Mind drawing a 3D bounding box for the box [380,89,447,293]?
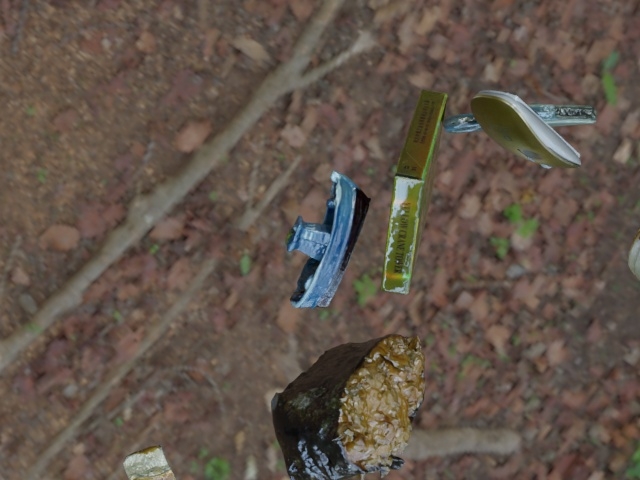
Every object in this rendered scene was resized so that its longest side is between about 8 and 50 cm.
[{"bbox_3d":[0.090,-0.050,1.199,0.193,0.030,0.121,-68,165,-58],"label":"box"}]

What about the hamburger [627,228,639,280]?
[{"bbox_3d":[0.554,0.005,1.831,0.210,0.116,0.173,-19,153,-7],"label":"hamburger"}]

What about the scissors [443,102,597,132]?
[{"bbox_3d":[0.326,-0.192,1.951,0.289,0.138,0.041,-4,82,-35],"label":"scissors"}]

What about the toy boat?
[{"bbox_3d":[0.000,0.000,1.190,0.061,0.060,0.137,20,110,-10],"label":"toy boat"}]

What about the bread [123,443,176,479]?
[{"bbox_3d":[-0.271,0.380,2.016,0.070,0.077,0.083,-21,145,-12],"label":"bread"}]

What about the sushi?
[{"bbox_3d":[0.074,0.306,2.213,0.348,0.207,0.234,-44,113,-53],"label":"sushi"}]

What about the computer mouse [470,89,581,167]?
[{"bbox_3d":[0.287,-0.146,1.766,0.199,0.102,0.045,35,78,-40],"label":"computer mouse"}]
